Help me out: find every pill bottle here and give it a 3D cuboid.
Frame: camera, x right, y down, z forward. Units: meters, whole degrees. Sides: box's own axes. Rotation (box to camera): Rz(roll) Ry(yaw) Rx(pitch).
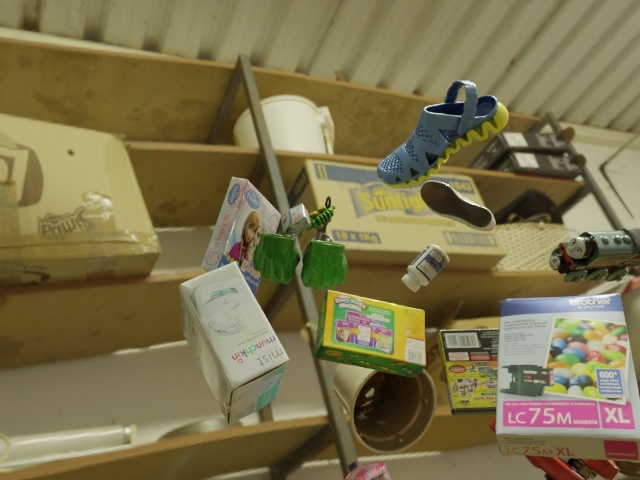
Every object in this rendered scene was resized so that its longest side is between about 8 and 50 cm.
[{"bbox_3d":[0.371,0.101,2.049,0.169,0.094,0.094,-45,-31,-5],"label":"pill bottle"}]

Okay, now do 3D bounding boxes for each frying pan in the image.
[{"bbox_3d":[0.015,0.017,2.166,0.053,0.197,0.327,1,-61,-39],"label":"frying pan"}]

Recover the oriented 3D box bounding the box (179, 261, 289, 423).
[{"bbox_3d":[-0.182,0.215,1.155,0.126,0.231,0.262,-24,-24,-23],"label":"box"}]

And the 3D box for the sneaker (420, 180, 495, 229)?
[{"bbox_3d":[0.474,-0.107,1.988,0.106,0.290,0.123,-57,-32,6],"label":"sneaker"}]

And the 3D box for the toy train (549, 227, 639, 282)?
[{"bbox_3d":[0.901,0.041,1.840,0.333,0.142,0.190,0,-34,-20],"label":"toy train"}]

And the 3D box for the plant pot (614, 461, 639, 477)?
[{"bbox_3d":[0.898,0.553,1.622,0.166,0.167,0.165,-8,-44,-16],"label":"plant pot"}]

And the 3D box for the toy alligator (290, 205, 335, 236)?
[{"bbox_3d":[-0.014,-0.062,1.881,0.189,0.056,0.051,-34,18,-24],"label":"toy alligator"}]

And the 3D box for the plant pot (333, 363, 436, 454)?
[{"bbox_3d":[0.200,0.556,2.097,0.333,0.334,0.305,-5,8,-21],"label":"plant pot"}]

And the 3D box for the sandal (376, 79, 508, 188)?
[{"bbox_3d":[0.251,-0.241,1.265,0.317,0.126,0.138,-37,-50,4],"label":"sandal"}]

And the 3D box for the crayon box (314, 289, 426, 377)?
[{"bbox_3d":[0.133,0.244,1.500,0.278,0.166,0.081,13,-38,-8],"label":"crayon box"}]

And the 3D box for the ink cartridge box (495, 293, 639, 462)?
[{"bbox_3d":[0.365,0.177,0.866,0.185,0.311,0.065,-6,-56,24],"label":"ink cartridge box"}]

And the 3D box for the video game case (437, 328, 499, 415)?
[{"bbox_3d":[0.490,0.371,1.646,0.274,0.249,0.035,-1,-36,-4],"label":"video game case"}]

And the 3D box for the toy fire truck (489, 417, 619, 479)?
[{"bbox_3d":[0.518,0.495,1.324,0.169,0.253,0.302,-53,-28,1],"label":"toy fire truck"}]

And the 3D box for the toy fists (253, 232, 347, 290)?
[{"bbox_3d":[-0.060,0.065,1.691,0.278,0.143,0.096,9,5,0],"label":"toy fists"}]

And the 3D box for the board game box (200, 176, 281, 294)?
[{"bbox_3d":[-0.259,-0.005,1.956,0.065,0.318,0.319,11,-14,20],"label":"board game box"}]

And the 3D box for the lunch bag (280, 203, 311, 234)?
[{"bbox_3d":[-0.078,-0.061,1.708,0.083,0.071,0.053,-25,-48,12],"label":"lunch bag"}]

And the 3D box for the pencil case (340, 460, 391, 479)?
[{"bbox_3d":[0.147,0.677,1.372,0.124,0.284,0.124,-22,-4,-2],"label":"pencil case"}]
